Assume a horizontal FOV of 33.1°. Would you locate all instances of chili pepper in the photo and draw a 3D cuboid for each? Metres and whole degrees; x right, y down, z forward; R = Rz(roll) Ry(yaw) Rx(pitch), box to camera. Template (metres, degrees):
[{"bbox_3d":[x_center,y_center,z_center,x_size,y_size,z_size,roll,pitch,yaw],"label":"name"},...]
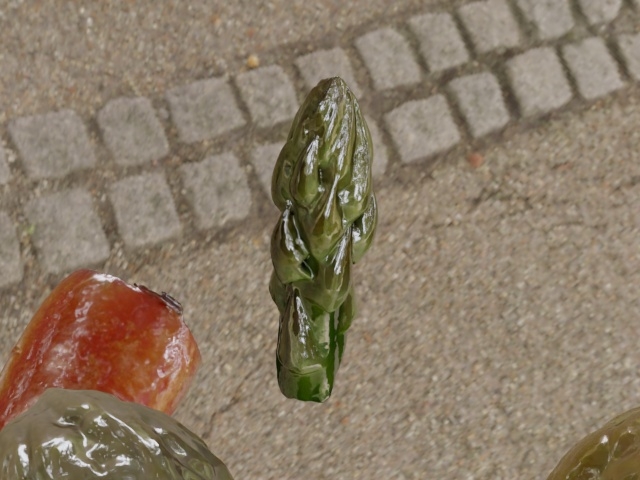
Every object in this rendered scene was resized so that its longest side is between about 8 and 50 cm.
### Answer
[{"bbox_3d":[-0.328,0.222,1.520,0.251,0.229,0.305,24,61,-2],"label":"chili pepper"}]

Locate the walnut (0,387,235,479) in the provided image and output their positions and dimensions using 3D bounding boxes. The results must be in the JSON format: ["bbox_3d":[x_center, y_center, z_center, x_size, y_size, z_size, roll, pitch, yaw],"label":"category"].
[{"bbox_3d":[-0.118,0.188,0.623,0.178,0.178,0.230,-16,68,-30],"label":"walnut"}]

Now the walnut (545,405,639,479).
[{"bbox_3d":[0.316,0.303,0.931,0.333,0.333,0.332,11,59,-18],"label":"walnut"}]

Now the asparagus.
[{"bbox_3d":[0.000,0.000,0.747,0.080,0.287,0.080,1,45,-1],"label":"asparagus"}]
